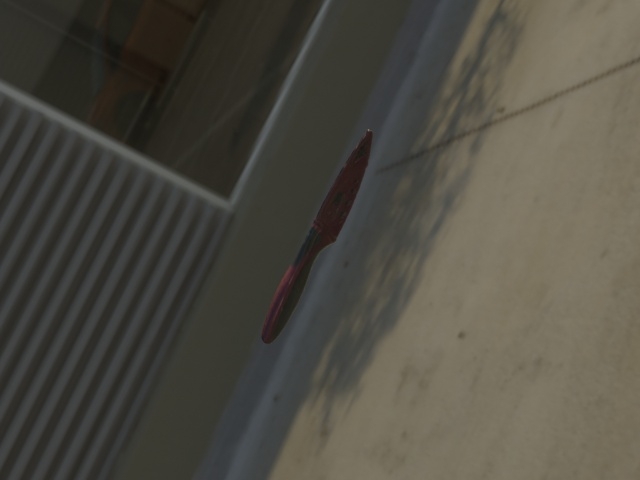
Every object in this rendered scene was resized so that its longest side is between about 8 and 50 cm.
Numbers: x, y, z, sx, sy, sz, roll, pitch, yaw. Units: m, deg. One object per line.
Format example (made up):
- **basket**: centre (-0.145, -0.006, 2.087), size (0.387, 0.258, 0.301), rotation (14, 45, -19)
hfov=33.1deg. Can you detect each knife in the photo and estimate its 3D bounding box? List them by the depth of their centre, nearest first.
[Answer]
- **knife**: centre (0.000, 0.000, 1.097), size (0.247, 0.035, 0.018), rotation (-62, 33, 12)
